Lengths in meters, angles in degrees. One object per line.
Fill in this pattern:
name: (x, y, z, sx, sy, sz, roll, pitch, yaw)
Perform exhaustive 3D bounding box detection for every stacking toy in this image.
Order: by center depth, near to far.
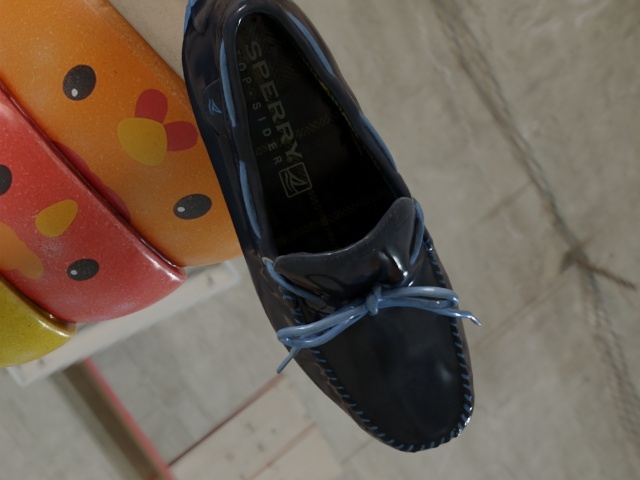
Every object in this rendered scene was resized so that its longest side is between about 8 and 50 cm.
stacking toy: (-0.251, -0.007, 1.071, 0.350, 0.480, 0.350, 46, 0, 0)

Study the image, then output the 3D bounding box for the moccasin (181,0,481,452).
moccasin: (0.000, 0.000, 0.826, 0.342, 0.138, 0.117, 59, -4, -15)
